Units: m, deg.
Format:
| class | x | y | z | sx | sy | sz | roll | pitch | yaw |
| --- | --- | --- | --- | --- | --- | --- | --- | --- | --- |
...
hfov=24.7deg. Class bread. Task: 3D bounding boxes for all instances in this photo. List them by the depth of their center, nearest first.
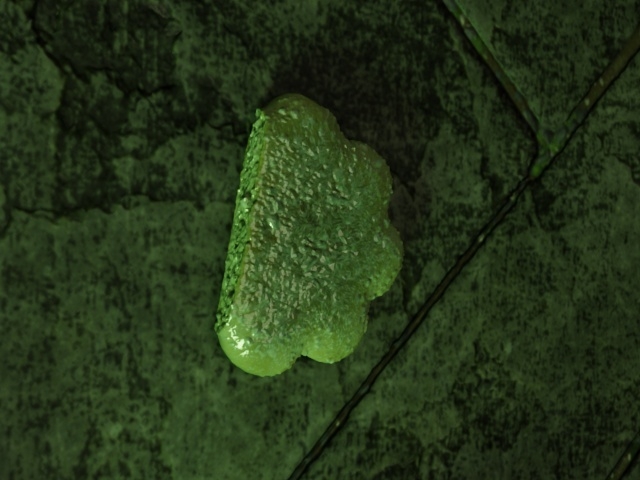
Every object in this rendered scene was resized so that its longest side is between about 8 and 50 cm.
| class | x | y | z | sx | sy | sz | roll | pitch | yaw |
| --- | --- | --- | --- | --- | --- | --- | --- | --- | --- |
| bread | 0.000 | 0.000 | 1.479 | 0.207 | 0.056 | 0.286 | 10 | 84 | -33 |
